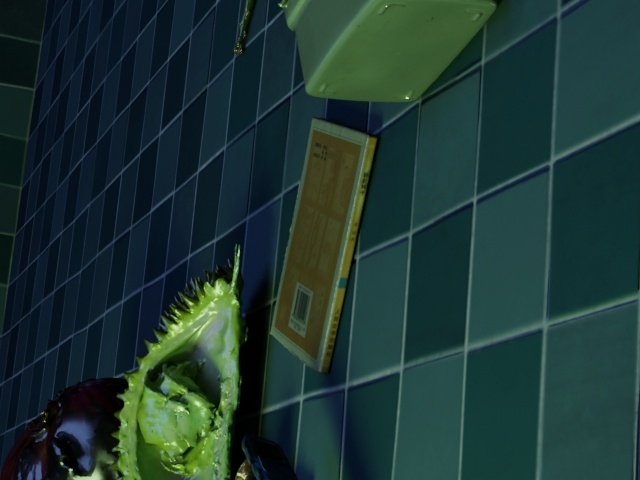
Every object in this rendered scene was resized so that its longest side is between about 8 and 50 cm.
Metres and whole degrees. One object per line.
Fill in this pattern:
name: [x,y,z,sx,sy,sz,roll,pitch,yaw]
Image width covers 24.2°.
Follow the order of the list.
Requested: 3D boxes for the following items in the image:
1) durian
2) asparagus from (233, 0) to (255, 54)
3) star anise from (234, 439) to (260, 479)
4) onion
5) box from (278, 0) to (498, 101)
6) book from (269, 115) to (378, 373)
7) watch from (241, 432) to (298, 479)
durian: [-0.129,0.194,1.674,0.169,0.157,0.355,-8,71,45]
asparagus: [-0.094,-0.303,1.948,0.015,0.018,0.127,24,111,29]
star anise: [-0.063,0.283,1.515,0.212,0.054,0.157,-99,23,-51]
onion: [-0.275,0.287,1.884,0.281,0.221,0.280,9,103,44]
box: [0.058,-0.217,1.300,0.210,0.148,0.129,133,134,-60]
book: [0.001,0.000,1.535,0.170,0.018,0.241,-149,70,-68]
watch: [-0.056,0.366,1.370,0.274,0.068,0.276,51,128,50]
